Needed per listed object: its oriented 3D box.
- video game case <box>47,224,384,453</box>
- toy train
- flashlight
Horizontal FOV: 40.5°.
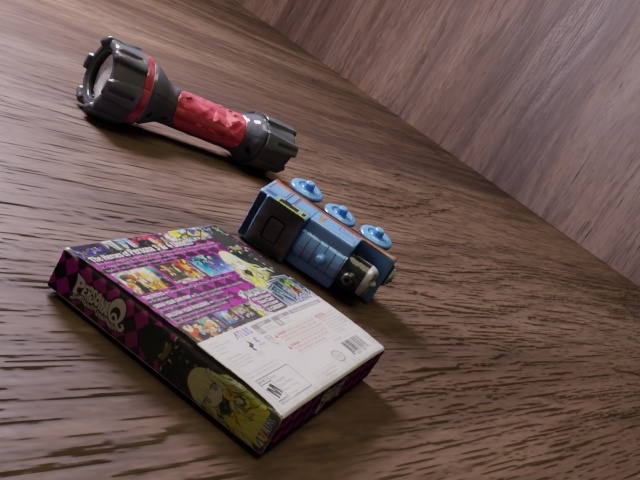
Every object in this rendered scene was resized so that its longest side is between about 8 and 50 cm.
[{"bbox_3d":[-0.072,0.065,0.719,0.210,0.041,0.232,35,17,14],"label":"video game case"},{"bbox_3d":[0.000,0.000,0.986,0.184,0.080,0.105,35,26,6],"label":"toy train"},{"bbox_3d":[-0.163,-0.167,1.148,0.304,0.103,0.103,19,46,-38],"label":"flashlight"}]
